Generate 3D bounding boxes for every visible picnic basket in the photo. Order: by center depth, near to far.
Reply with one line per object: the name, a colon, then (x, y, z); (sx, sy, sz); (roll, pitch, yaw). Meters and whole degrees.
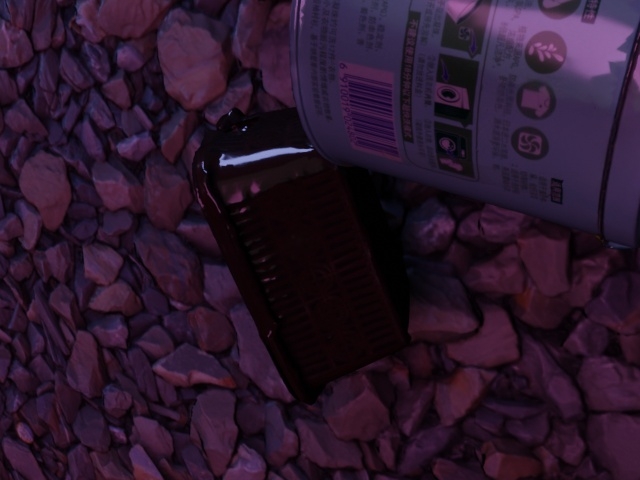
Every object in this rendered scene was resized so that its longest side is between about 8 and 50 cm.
picnic basket: (0.000, 0.000, 0.795); (0.129, 0.222, 0.297); (-16, 115, 14)

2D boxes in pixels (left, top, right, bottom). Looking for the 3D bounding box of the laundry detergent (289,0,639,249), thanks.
laundry detergent: (0.178, -0.156, 0.590); (0.305, 0.287, 0.287); (19, 114, 26)
